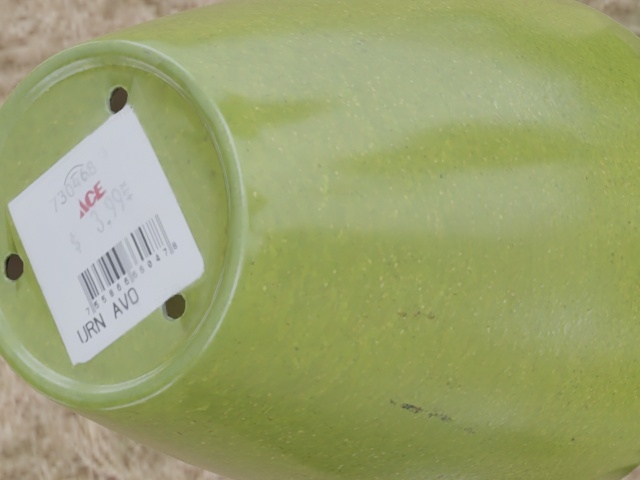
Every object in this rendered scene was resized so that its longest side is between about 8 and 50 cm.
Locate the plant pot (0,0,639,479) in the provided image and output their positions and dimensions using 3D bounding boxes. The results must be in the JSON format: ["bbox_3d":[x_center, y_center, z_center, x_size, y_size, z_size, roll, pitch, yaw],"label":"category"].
[{"bbox_3d":[0.000,0.000,0.701,0.275,0.275,0.293,44,20,27],"label":"plant pot"}]
